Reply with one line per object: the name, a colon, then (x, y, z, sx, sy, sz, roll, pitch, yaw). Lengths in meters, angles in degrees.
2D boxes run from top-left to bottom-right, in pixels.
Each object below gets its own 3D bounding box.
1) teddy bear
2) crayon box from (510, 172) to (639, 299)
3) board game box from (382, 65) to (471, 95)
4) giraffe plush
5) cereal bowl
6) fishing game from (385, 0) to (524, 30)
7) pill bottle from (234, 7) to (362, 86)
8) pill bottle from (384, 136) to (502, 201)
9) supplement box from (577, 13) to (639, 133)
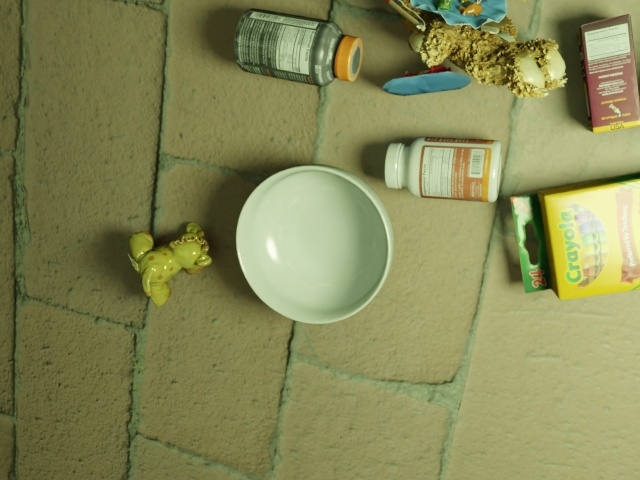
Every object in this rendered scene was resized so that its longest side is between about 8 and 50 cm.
teddy bear: (0.276, -0.343, 1.107, 0.337, 0.245, 0.113, 26, 135, 12)
crayon box: (0.529, -0.008, 1.137, 0.318, 0.081, 0.202, -11, 98, 11)
board game box: (0.203, -0.316, 1.191, 0.168, 0.133, 0.033, -3, 88, 20)
giraffe plush: (-0.345, 0.039, 1.457, 0.170, 0.210, 0.182, -22, 82, -10)
cereal bowl: (0.000, 0.000, 1.323, 0.338, 0.141, 0.339, 4, 103, 19)
fishing game: (0.237, -0.431, 1.076, 0.189, 0.264, 0.041, 53, 150, 30)
pill bottle: (-0.040, -0.388, 1.259, 0.245, 0.130, 0.131, 16, 106, 16)
pill bottle: (0.242, -0.142, 1.218, 0.216, 0.121, 0.121, 6, 103, 19)
supplement box: (0.511, -0.291, 1.098, 0.080, 0.104, 0.188, -8, 98, 21)
